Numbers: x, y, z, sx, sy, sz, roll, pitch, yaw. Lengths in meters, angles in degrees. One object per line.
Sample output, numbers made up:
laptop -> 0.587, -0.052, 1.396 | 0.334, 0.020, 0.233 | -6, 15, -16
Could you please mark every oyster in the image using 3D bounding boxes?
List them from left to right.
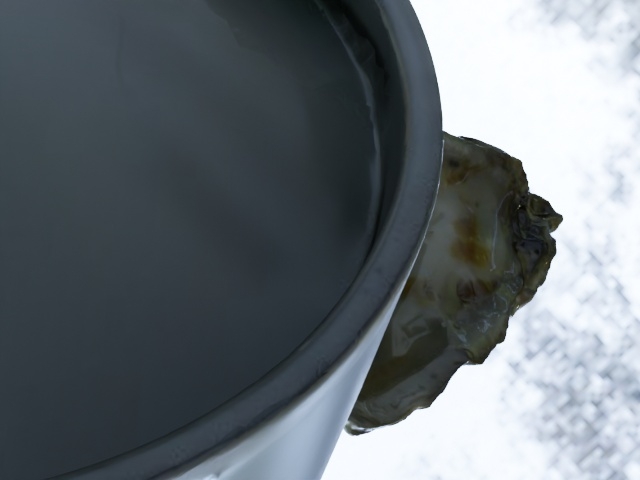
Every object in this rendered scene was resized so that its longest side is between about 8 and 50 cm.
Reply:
oyster -> -0.004, -0.002, 0.825 | 0.341, 0.110, 0.166 | -23, -78, -58

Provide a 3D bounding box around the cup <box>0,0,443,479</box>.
cup -> -0.158, 0.007, 0.538 | 0.259, 0.274, 0.356 | -26, -119, -33
